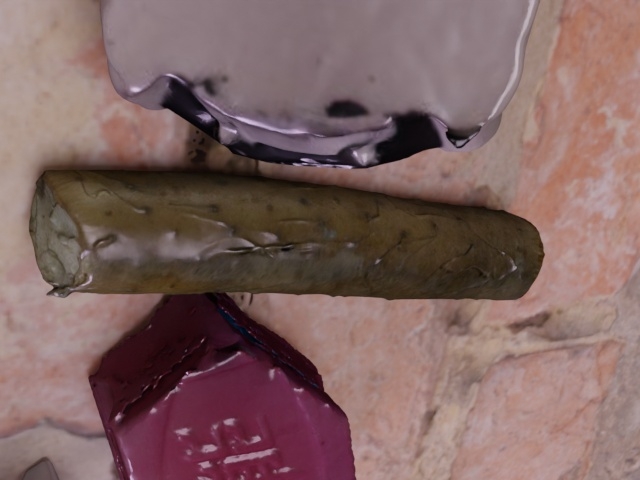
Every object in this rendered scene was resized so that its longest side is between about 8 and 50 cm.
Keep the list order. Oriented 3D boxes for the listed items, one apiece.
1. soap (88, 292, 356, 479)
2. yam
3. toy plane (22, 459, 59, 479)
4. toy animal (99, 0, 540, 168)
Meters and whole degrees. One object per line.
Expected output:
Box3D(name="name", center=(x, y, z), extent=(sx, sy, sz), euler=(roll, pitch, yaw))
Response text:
Box3D(name="soap", center=(-0.067, 0.148, 0.647), extent=(0.162, 0.099, 0.250), euler=(-17, 123, -12))
Box3D(name="yam", center=(0.000, 0.000, 0.613), extent=(0.372, 0.083, 0.083), euler=(2, 115, -31))
Box3D(name="toy plane", center=(-0.255, 0.253, 0.593), extent=(0.245, 0.117, 0.244), euler=(-24, 144, -19))
Box3D(name="toy animal", center=(0.002, -0.140, 0.482), extent=(0.208, 0.156, 0.204), euler=(7, 114, 2))
